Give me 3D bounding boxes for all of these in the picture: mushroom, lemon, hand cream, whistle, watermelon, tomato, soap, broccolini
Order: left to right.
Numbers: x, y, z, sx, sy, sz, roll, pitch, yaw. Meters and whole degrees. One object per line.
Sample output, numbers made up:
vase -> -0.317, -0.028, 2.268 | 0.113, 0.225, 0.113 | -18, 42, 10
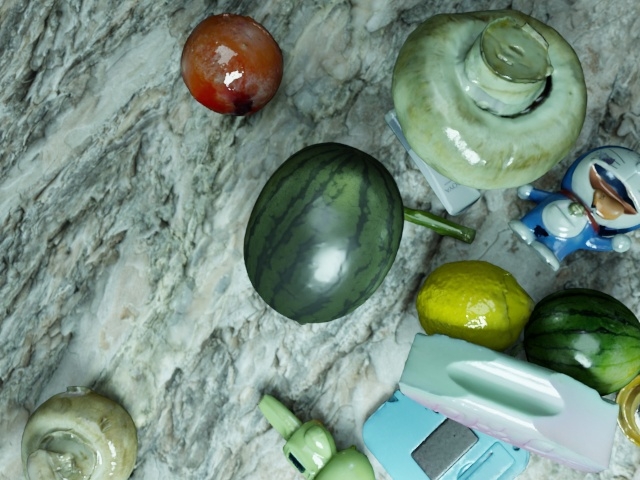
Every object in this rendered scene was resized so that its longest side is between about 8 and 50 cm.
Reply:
mushroom -> -0.497, 0.422, 1.022 | 0.254, 0.184, 0.255 | 2, 95, 20
tomato -> -0.182, -0.353, 1.036 | 0.208, 0.208, 0.185 | 13, 88, 11
watermelon -> 0.000, 0.000, 0.920 | 0.278, 0.279, 0.360 | 36, 120, 12
whistle -> 0.003, 0.409, 0.975 | 0.141, 0.141, 0.294 | -40, 61, 4
broccolini -> 0.130, -0.093, 1.015 | 0.391, 0.074, 0.079 | 22, 95, 13
hand cream -> 0.222, -0.166, 1.021 | 0.079, 0.048, 0.255 | -35, 79, -4
lemon -> 0.272, 0.120, 0.913 | 0.193, 0.180, 0.181 | 31, 90, 24
mushroom -> 0.302, -0.266, 0.904 | 0.351, 0.260, 0.353 | 2, 74, -9
soap -> 0.298, 0.261, 0.827 | 0.323, 0.193, 0.109 | 18, 67, 19
watermelon -> 0.442, 0.176, 0.878 | 0.214, 0.188, 0.188 | -5, 83, 28

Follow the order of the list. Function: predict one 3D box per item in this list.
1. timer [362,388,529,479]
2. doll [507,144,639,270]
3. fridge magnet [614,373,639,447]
timer -> 0.235, 0.383, 0.960 | 0.232, 0.091, 0.250 | -45, 67, 4
doll -> 0.477, -0.064, 0.911 | 0.256, 0.161, 0.215 | -39, 64, 6
fridge magnet -> 0.602, 0.306, 0.893 | 0.142, 0.063, 0.143 | -1, 86, 8
